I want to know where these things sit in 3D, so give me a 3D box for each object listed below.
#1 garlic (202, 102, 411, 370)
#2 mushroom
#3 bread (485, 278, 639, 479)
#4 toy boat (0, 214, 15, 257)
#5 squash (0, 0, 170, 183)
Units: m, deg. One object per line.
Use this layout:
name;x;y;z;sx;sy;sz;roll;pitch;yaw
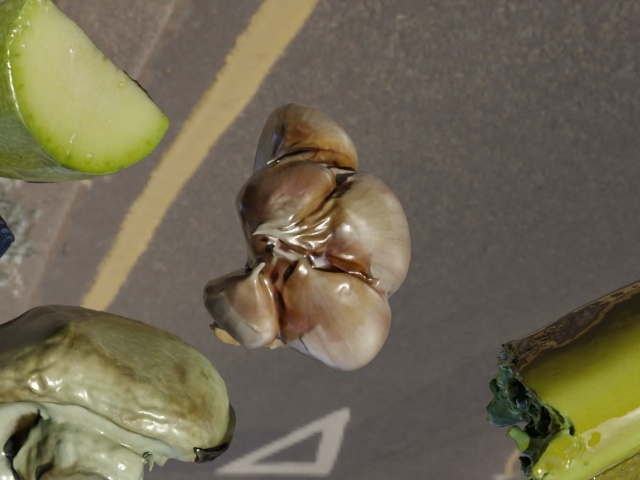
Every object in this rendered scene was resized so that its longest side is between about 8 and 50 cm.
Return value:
garlic;0.000;0.000;0.898;0.160;0.214;0.191;24;161;-8
mushroom;-0.221;0.136;0.934;0.267;0.189;0.164;-14;114;18
bread;0.378;0.157;1.246;0.376;0.208;0.251;-26;145;-2
toy boat;-0.523;0.015;1.321;0.309;0.129;0.142;-11;160;-34
squash;-0.248;-0.090;0.909;0.184;0.085;0.192;-26;133;21
